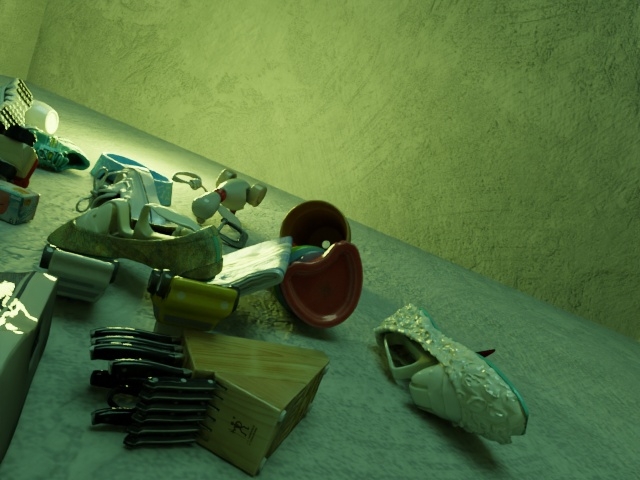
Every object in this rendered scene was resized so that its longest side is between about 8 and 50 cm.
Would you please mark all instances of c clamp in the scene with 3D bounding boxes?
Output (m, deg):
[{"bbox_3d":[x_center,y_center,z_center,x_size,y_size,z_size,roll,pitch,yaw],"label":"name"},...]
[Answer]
[{"bbox_3d":[-0.271,-0.028,1.434,0.137,0.022,0.160,33,18,-3],"label":"c clamp"}]

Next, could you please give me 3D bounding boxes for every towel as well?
[{"bbox_3d":[-0.158,0.056,0.959,0.210,0.034,0.285,-18,13,5],"label":"towel"}]

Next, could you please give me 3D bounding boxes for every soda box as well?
[{"bbox_3d":[-0.651,-0.093,0.969,0.183,0.058,0.063,21,10,-2],"label":"soda box"}]

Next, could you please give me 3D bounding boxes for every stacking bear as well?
[{"bbox_3d":[-0.045,0.076,1.105,0.176,0.164,0.289,-23,18,-20],"label":"stacking bear"}]

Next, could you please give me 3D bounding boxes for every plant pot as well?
[{"bbox_3d":[0.000,0.000,1.512,0.205,0.205,0.188,25,-5,16],"label":"plant pot"}]

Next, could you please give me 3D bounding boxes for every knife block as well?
[{"bbox_3d":[-0.141,0.167,0.628,0.242,0.088,0.276,26,12,15],"label":"knife block"}]

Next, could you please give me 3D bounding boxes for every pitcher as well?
[{"bbox_3d":[-1.021,-0.411,1.686,0.207,0.125,0.177,11,32,-2],"label":"pitcher"}]

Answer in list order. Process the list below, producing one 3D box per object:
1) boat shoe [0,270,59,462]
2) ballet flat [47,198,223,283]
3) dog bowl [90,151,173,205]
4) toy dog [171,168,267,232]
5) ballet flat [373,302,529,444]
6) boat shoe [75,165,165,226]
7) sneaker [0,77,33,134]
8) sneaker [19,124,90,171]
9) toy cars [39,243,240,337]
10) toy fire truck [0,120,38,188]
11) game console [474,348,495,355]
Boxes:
[{"bbox_3d":[-0.357,0.107,0.464,0.158,0.127,0.340,11,6,-22],"label":"boat shoe"},{"bbox_3d":[-0.329,-0.015,0.887,0.349,0.123,0.123,12,7,17],"label":"ballet flat"},{"bbox_3d":[-0.587,-0.199,1.579,0.297,0.074,0.166,28,12,25],"label":"dog bowl"},{"bbox_3d":[-0.319,-0.114,1.613,0.220,0.160,0.334,36,29,27],"label":"toy dog"},{"bbox_3d":[0.205,0.244,0.918,0.147,0.146,0.409,19,8,-17],"label":"ballet flat"},{"bbox_3d":[-0.473,-0.085,1.147,0.157,0.135,0.367,11,25,-34],"label":"boat shoe"},{"bbox_3d":[-0.993,-0.394,1.555,0.119,0.110,0.292,-12,45,-2],"label":"sneaker"},{"bbox_3d":[-0.770,-0.251,1.412,0.110,0.107,0.275,35,14,15],"label":"sneaker"},{"bbox_3d":[-0.275,0.076,0.713,0.394,0.087,0.176,9,-10,25],"label":"toy cars"},{"bbox_3d":[-0.739,-0.188,1.114,0.217,0.158,0.246,20,-27,-14],"label":"toy fire truck"},{"bbox_3d":[0.291,0.248,1.104,0.124,0.085,0.144,31,13,38],"label":"game console"}]
